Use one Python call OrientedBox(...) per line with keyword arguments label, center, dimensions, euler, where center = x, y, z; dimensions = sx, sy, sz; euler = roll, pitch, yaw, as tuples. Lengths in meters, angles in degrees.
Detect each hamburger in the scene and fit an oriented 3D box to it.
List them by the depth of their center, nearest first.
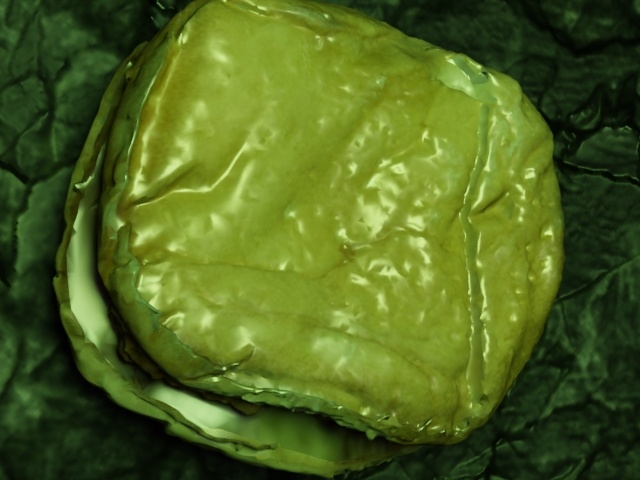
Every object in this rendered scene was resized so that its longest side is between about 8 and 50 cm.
OrientedBox(label="hamburger", center=(-0.001, 0.001, 0.863), dimensions=(0.283, 0.144, 0.259), euler=(24, 72, -16))
